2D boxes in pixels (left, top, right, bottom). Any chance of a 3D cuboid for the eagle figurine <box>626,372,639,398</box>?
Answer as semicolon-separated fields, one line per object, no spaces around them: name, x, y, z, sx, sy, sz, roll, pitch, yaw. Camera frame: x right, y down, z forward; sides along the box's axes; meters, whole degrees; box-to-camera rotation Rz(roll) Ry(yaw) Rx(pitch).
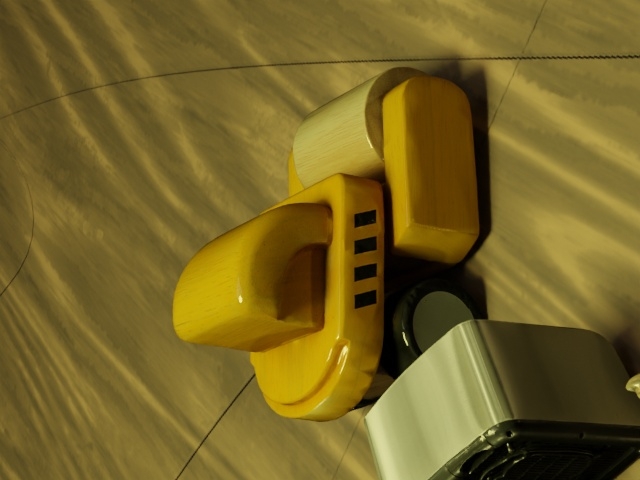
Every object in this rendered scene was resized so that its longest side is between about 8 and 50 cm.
eagle figurine;0.323;0.174;1.009;0.298;0.225;0.226;55;178;14

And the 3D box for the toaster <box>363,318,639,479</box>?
toaster;0.137;0.154;1.283;0.168;0.185;0.110;-51;45;40

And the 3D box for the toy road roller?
toy road roller;0.000;0.000;1.501;0.202;0.240;0.330;-24;60;54
